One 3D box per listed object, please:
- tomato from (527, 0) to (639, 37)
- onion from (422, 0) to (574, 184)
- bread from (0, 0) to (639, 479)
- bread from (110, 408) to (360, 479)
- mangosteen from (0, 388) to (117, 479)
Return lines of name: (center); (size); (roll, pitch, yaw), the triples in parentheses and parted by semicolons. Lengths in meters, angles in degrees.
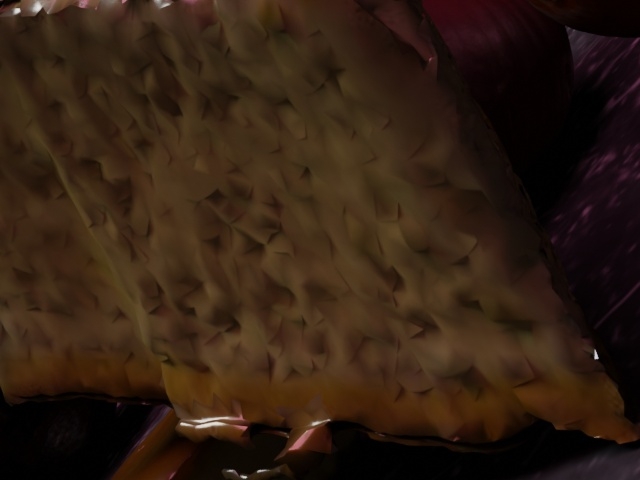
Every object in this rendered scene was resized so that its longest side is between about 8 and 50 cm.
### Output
tomato: (0.169, -0.237, 0.889); (0.265, 0.265, 0.265); (-46, 9, 9)
onion: (-0.028, -0.067, 1.079); (0.347, 0.347, 0.285); (-73, -15, -71)
bread: (-0.057, -0.008, 0.753); (0.279, 0.248, 0.315); (-23, 17, 4)
bread: (-0.117, 0.199, 0.880); (0.361, 0.077, 0.138); (-50, 8, -21)
mangosteen: (-0.324, 0.145, 1.541); (0.307, 0.306, 0.347); (157, 125, -70)
